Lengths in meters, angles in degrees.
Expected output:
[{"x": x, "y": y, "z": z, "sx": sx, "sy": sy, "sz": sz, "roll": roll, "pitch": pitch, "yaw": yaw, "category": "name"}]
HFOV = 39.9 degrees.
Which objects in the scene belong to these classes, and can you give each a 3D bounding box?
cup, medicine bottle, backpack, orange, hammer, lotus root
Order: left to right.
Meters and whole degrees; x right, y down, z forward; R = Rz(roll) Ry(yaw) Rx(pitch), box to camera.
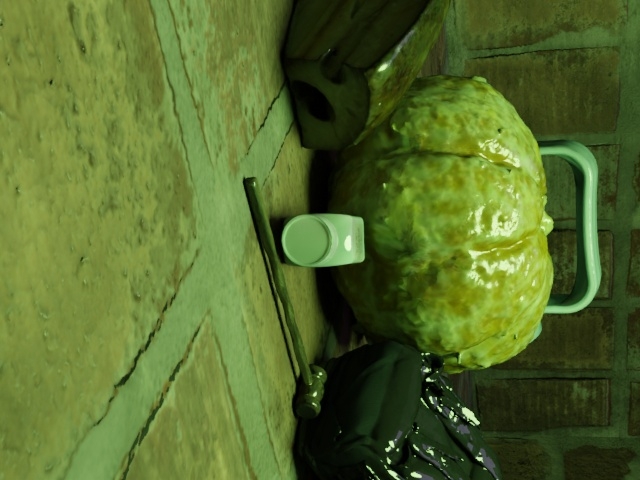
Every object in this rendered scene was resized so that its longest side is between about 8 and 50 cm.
[{"x": -0.036, "y": 0.060, "z": 0.871, "sx": 0.058, "sy": 0.029, "sz": 0.292, "roll": -78, "pitch": 159, "yaw": -50, "category": "hammer"}, {"x": 0.000, "y": 0.000, "z": 0.906, "sx": 0.118, "sy": 0.074, "sz": 0.055, "roll": 3, "pitch": 86, "yaw": -78, "category": "medicine bottle"}, {"x": 0.060, "y": -0.236, "z": 0.998, "sx": 0.142, "sy": 0.210, "sz": 0.314, "roll": 59, "pitch": 44, "yaw": -43, "category": "lotus root"}, {"x": 0.110, "y": 0.234, "z": 0.988, "sx": 0.258, "sy": 0.133, "sz": 0.206, "roll": 44, "pitch": 42, "yaw": -21, "category": "backpack"}, {"x": 0.126, "y": -0.001, "z": 1.045, "sx": 0.210, "sy": 0.271, "sz": 0.368, "roll": -36, "pitch": 122, "yaw": -58, "category": "orange"}, {"x": 0.197, "y": -0.012, "z": 1.245, "sx": 0.257, "sy": 0.331, "sz": 0.311, "roll": -17, "pitch": 107, "yaw": -34, "category": "cup"}]
